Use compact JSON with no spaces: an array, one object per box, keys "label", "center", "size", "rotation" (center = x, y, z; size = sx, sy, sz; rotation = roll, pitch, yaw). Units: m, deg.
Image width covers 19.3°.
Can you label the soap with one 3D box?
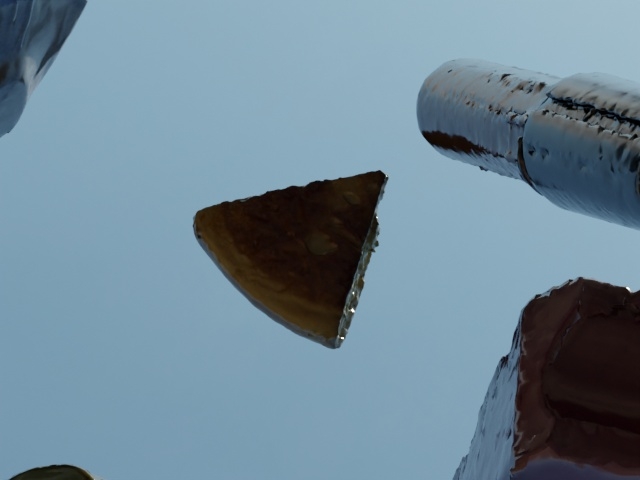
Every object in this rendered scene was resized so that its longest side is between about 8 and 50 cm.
[{"label":"soap","center":[0.177,0.114,0.699],"size":[0.250,0.162,0.099],"rotation":[12,-139,0]}]

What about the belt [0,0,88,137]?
[{"label":"belt","center":[-0.253,-0.219,1.225],"size":[0.212,0.347,0.117],"rotation":[25,-164,20]}]

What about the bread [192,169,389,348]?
[{"label":"bread","center":[-0.006,0.022,1.405],"size":[0.154,0.054,0.136],"rotation":[-17,-119,-1]}]

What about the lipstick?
[{"label":"lipstick","center":[0.132,-0.061,1.065],"size":[0.077,0.077,0.418],"rotation":[-21,-167,-9]}]

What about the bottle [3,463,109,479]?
[{"label":"bottle","center":[-0.212,0.231,0.845],"size":[0.351,0.171,0.171],"rotation":[-33,-134,-25]}]
